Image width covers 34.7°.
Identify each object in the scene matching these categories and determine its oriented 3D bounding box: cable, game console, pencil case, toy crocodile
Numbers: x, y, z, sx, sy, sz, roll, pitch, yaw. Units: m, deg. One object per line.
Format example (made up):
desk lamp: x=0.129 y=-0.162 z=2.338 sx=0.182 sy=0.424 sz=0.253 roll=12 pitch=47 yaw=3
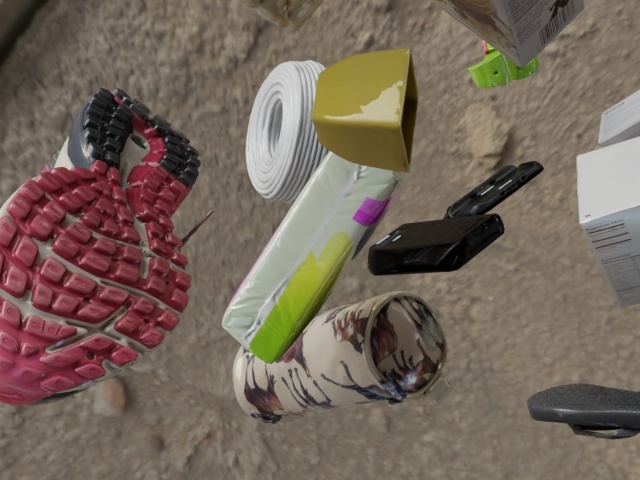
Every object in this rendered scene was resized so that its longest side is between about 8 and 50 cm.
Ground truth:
cable: x=-0.052 y=-0.195 z=1.816 sx=0.089 sy=0.257 sz=0.257 roll=7 pitch=43 yaw=-22
game console: x=0.249 y=-0.042 z=1.687 sx=0.361 sy=0.213 sz=0.044 roll=-35 pitch=108 yaw=-34
pencil case: x=0.022 y=0.207 z=1.672 sx=0.160 sy=0.410 sz=0.183 roll=-26 pitch=93 yaw=-40
toy crocodile: x=0.366 y=-0.418 z=2.022 sx=0.105 sy=0.115 sz=0.340 roll=-13 pitch=42 yaw=30

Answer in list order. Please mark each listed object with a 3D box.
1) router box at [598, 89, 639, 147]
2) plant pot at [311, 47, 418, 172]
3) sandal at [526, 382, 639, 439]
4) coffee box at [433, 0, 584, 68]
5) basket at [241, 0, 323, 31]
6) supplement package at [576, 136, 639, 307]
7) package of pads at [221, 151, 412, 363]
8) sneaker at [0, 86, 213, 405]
router box: x=0.745 y=-0.207 z=1.904 sx=0.301 sy=0.335 sz=0.082 roll=28 pitch=57 yaw=-20
plant pot: x=0.038 y=-0.114 z=0.898 sx=0.083 sy=0.081 sz=0.081 roll=4 pitch=65 yaw=13
sandal: x=0.373 y=0.223 z=1.275 sx=0.097 sy=0.255 sz=0.054 roll=-20 pitch=106 yaw=-51
coffee box: x=0.189 y=-0.349 z=1.166 sx=0.119 sy=0.297 sz=0.168 roll=-45 pitch=62 yaw=-1
basket: x=-0.087 y=-0.419 z=0.912 sx=0.331 sy=0.328 sz=0.266 roll=-49 pitch=45 yaw=17
supplement package: x=0.540 y=-0.036 z=1.735 sx=0.149 sy=0.194 sz=0.203 roll=-18 pitch=125 yaw=25
package of pads: x=0.000 y=0.000 z=1.362 sx=0.101 sy=0.229 sz=0.296 roll=35 pitch=103 yaw=4
sneaker: x=-0.150 y=0.012 z=0.660 sx=0.121 sy=0.299 sz=0.112 roll=36 pitch=113 yaw=-14
